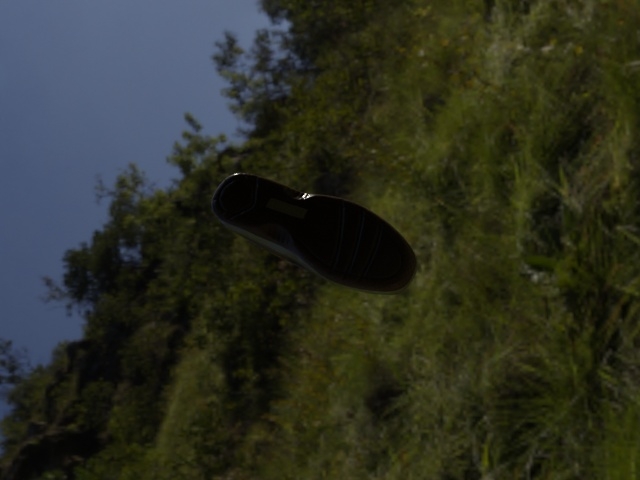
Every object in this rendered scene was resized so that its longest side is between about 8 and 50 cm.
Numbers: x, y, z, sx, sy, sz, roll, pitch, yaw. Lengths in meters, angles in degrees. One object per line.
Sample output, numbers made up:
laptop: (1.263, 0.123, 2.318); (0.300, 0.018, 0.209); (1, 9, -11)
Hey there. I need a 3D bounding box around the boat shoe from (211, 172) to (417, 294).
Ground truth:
boat shoe: (0.000, 0.000, 0.757); (0.068, 0.190, 0.072); (-55, -28, -16)
